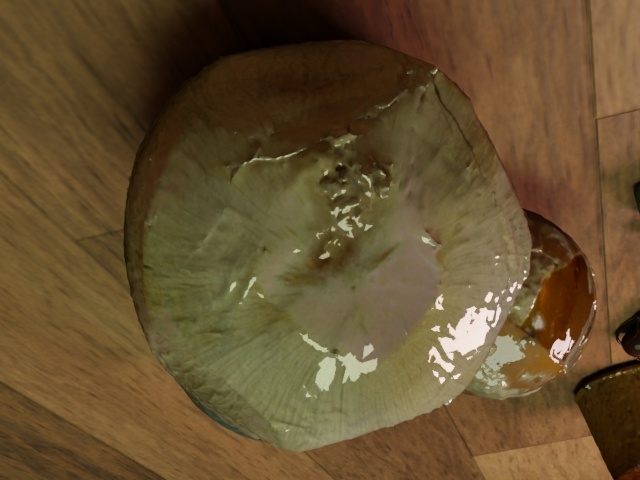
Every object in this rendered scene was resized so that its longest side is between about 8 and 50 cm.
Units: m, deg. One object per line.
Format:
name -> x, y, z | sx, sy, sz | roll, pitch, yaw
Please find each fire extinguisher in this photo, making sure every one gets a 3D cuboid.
fire extinguisher -> 0.418, 0.119, 1.300 | 0.056, 0.039, 0.132 | 28, 150, 6

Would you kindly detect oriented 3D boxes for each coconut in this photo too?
coconut -> 0.000, 0.000, 0.727 | 0.297, 0.297, 0.254 | 5, -166, -20

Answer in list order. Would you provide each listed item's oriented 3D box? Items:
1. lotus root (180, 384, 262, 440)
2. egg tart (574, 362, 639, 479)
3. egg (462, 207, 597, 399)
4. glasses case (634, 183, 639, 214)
lotus root -> -0.057, 0.131, 1.105 | 0.175, 0.175, 0.349 | -11, 155, 9
egg tart -> 0.483, 0.274, 1.485 | 0.203, 0.147, 0.202 | -3, 151, -2
egg -> 0.151, 0.054, 0.968 | 0.233, 0.195, 0.195 | 22, 142, -21
glasses case -> 0.405, -0.050, 0.985 | 0.184, 0.039, 0.078 | -18, 149, 20
